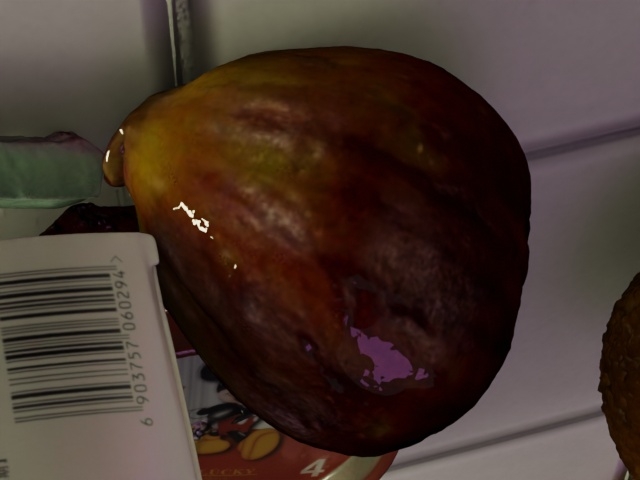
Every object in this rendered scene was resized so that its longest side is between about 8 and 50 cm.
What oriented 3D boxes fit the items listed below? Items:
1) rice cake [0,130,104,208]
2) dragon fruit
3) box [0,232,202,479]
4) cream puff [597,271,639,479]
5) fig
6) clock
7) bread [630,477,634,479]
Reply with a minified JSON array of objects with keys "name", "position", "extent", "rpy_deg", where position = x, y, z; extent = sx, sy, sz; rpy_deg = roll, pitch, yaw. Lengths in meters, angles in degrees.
[{"name":"rice cake","position":[-0.263,-0.039,0.856],"extent":[0.290,0.051,0.081],"rpy_deg":[-2,175,-24]},{"name":"dragon fruit","position":[-0.137,0.016,1.002],"extent":[0.097,0.063,0.131],"rpy_deg":[38,129,-19]},{"name":"box","position":[-0.172,0.152,0.897],"extent":[0.145,0.173,0.333],"rpy_deg":[-3,150,-19]},{"name":"cream puff","position":[0.330,0.060,1.149],"extent":[0.303,0.212,0.303],"rpy_deg":[-16,139,-15]},{"name":"fig","position":[0.012,0.003,0.902],"extent":[0.224,0.224,0.263],"rpy_deg":[-35,137,20]},{"name":"clock","position":[-0.088,0.130,1.144],"extent":[0.318,0.080,0.318],"rpy_deg":[-9,142,-7]},{"name":"bread","position":[0.339,0.251,1.538],"extent":[0.119,0.067,0.192],"rpy_deg":[8,136,-25]}]
